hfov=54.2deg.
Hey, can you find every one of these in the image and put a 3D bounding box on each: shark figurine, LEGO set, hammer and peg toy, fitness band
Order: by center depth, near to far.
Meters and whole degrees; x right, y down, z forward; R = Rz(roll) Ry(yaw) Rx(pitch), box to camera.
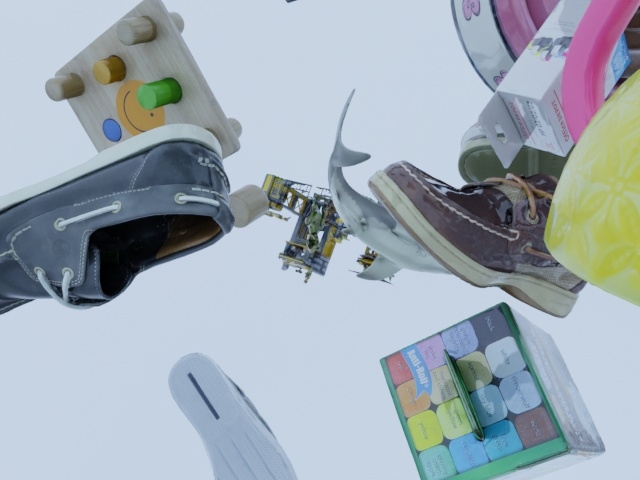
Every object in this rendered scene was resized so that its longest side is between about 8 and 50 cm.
[{"bbox_3d":[0.320,-0.170,0.504,0.054,0.291,0.209,-12,-132,-40],"label":"fitness band"},{"bbox_3d":[0.075,-0.051,0.811,0.166,0.278,0.116,-21,-143,41],"label":"shark figurine"},{"bbox_3d":[-0.257,-0.154,0.992,0.266,0.127,0.361,-21,-77,32],"label":"hammer and peg toy"},{"bbox_3d":[0.000,0.000,1.346,0.331,0.255,0.192,16,-97,27],"label":"LEGO set"}]

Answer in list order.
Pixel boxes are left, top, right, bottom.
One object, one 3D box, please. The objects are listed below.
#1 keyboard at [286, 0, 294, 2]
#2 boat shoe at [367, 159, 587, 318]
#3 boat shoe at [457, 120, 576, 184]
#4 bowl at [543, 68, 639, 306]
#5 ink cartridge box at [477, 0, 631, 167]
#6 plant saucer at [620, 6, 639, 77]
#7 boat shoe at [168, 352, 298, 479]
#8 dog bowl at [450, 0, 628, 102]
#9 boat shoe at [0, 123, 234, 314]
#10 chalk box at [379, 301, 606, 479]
[{"bbox_3d":[-0.026,-0.665,1.510,0.108,0.023,0.180,7,-101,55],"label":"keyboard"},{"bbox_3d":[0.190,-0.020,0.633,0.123,0.342,0.123,-53,-141,17],"label":"boat shoe"},{"bbox_3d":[0.345,-0.127,0.849,0.302,0.113,0.103,8,-135,13],"label":"boat shoe"},{"bbox_3d":[0.268,-0.059,0.306,0.289,0.289,0.156,4,-73,15],"label":"bowl"},{"bbox_3d":[0.264,-0.170,0.698,0.061,0.104,0.181,30,-99,45],"label":"ink cartridge box"},{"bbox_3d":[0.395,-0.266,0.786,0.168,0.029,0.168,-9,-132,11],"label":"plant saucer"},{"bbox_3d":[-0.115,0.320,0.980,0.121,0.119,0.335,-33,-110,4],"label":"boat shoe"},{"bbox_3d":[0.390,-0.357,0.834,0.408,0.150,0.408,-1,-79,-3],"label":"dog bowl"},{"bbox_3d":[-0.165,0.007,0.414,0.233,0.084,0.079,-25,-116,9],"label":"boat shoe"},{"bbox_3d":[0.204,0.203,0.772,0.179,0.289,0.180,-30,-122,23],"label":"chalk box"}]
